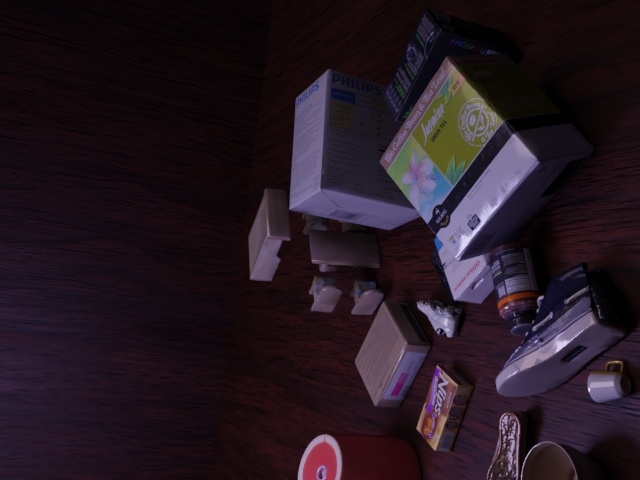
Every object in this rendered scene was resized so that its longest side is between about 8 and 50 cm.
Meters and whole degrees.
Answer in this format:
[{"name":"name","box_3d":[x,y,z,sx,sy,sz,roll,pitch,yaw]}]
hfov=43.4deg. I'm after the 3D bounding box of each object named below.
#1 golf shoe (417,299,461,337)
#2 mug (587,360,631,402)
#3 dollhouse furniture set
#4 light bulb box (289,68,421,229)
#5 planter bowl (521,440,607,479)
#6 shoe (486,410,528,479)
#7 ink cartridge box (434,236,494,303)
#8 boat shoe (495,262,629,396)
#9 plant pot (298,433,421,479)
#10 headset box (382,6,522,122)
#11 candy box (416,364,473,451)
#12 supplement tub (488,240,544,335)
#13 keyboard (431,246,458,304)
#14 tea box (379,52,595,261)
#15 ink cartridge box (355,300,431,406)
[{"name":"golf shoe","box_3d":[0.303,0.204,2.111,0.176,0.069,0.086,-158,70,-69]},{"name":"mug","box_3d":[0.552,0.268,1.528,0.064,0.062,0.078,-21,69,54]},{"name":"dollhouse furniture set","box_3d":[0.000,0.000,2.443,0.256,0.393,0.362,116,154,-53]},{"name":"light bulb box","box_3d":[0.116,-0.253,2.338,0.225,0.357,0.361,-25,57,60]},{"name":"planter bowl","box_3d":[0.481,0.473,1.547,0.162,0.109,0.162,-170,90,-67]},{"name":"shoe","box_3d":[0.418,0.478,1.766,0.076,0.058,0.219,14,100,35]},{"name":"ink cartridge box","box_3d":[0.373,0.033,1.985,0.148,0.085,0.203,-58,33,41]},{"name":"boat shoe","box_3d":[0.482,0.188,1.663,0.340,0.127,0.158,-46,34,40]},{"name":"plant pot","box_3d":[0.091,0.636,2.137,0.275,0.243,0.275,-36,43,42]},{"name":"headset box","box_3d":[0.327,-0.413,2.059,0.131,0.246,0.283,-108,36,-48]},{"name":"candy box","box_3d":[0.311,0.421,2.021,0.109,0.053,0.187,-135,56,-62]},{"name":"supplement tub","box_3d":[0.440,0.108,1.784,0.106,0.106,0.198,134,139,-52]},{"name":"keyboard","box_3d":[0.332,0.074,2.124,0.100,0.038,0.192,-65,29,31]},{"name":"tea box","box_3d":[0.361,-0.190,1.806,0.324,0.219,0.329,55,136,25]},{"name":"ink cartridge box","box_3d":[0.200,0.321,2.265,0.235,0.088,0.193,-67,28,27]}]
